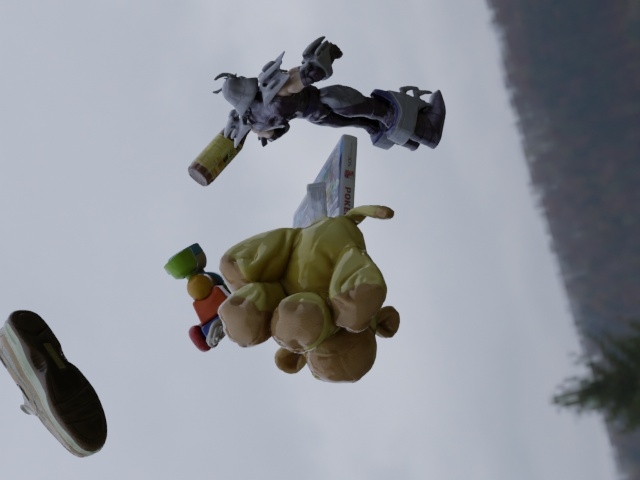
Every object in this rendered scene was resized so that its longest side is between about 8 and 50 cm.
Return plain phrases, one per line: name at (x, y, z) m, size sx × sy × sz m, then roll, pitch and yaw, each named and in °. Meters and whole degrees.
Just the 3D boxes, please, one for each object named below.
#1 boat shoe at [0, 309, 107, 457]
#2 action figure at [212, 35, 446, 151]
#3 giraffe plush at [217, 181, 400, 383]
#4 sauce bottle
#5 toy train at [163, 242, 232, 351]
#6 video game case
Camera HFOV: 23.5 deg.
boat shoe at (-0.294, 0.166, 1.662) m, size 0.068 × 0.072 × 0.190 m, roll 4°, pitch -137°, yaw -48°
action figure at (0.002, -0.165, 1.855) m, size 0.285 × 0.185 × 0.099 m, roll 9°, pitch -111°, yaw -24°
giraffe plush at (0.002, 0.071, 1.549) m, size 0.210 × 0.181 × 0.171 m, roll -70°, pitch -27°, yaw -46°
sauce bottle at (-0.132, -0.131, 2.142) m, size 0.128 × 0.042 × 0.042 m, roll -50°, pitch -45°, yaw -22°
toy train at (-0.165, 0.072, 2.144) m, size 0.143 × 0.105 × 0.248 m, roll 53°, pitch -178°, yaw 2°
video game case at (0.000, 0.000, 1.847) m, size 0.201 × 0.023 × 0.183 m, roll 123°, pitch 155°, yaw -56°
